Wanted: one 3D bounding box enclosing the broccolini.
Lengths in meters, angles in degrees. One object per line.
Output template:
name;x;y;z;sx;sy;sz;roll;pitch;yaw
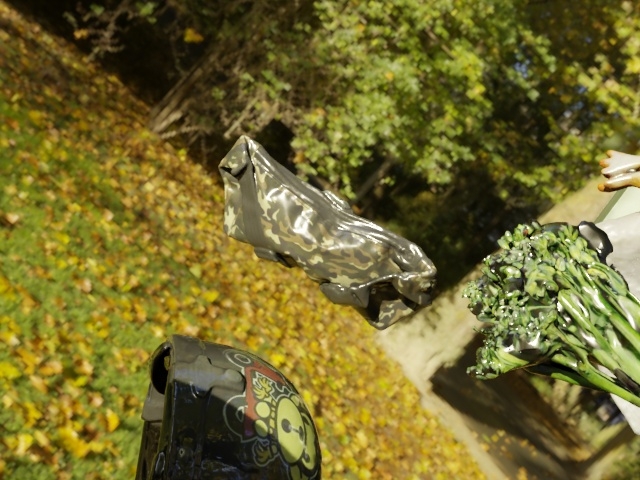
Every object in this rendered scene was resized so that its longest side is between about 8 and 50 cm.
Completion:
broccolini;0.191;0.064;0.415;0.271;0.062;0.123;24;50;-11

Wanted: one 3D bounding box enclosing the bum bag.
bum bag;0.000;0.000;0.820;0.248;0.069;0.102;35;-40;8

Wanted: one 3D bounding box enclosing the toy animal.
toy animal;0.411;0.029;0.894;0.302;0.284;0.225;56;31;-19

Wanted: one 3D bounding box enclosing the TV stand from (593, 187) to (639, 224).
TV stand;0.503;-0.089;1.221;0.088;0.269;0.083;36;10;6

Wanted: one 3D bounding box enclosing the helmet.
helmet;-0.083;0.216;0.720;0.160;0.279;0.230;6;36;-12
